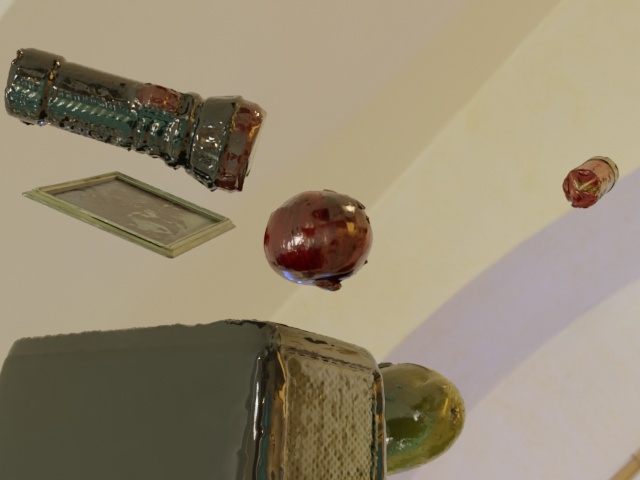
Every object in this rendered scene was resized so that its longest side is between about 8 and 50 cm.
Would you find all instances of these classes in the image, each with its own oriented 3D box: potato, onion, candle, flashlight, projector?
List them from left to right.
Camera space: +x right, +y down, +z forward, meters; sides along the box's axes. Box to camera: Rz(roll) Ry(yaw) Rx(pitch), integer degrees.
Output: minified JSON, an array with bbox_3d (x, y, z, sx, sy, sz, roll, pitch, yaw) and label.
[{"bbox_3d":[-0.170,-0.116,0.879,0.232,0.093,0.093,18,-56,-3],"label":"flashlight"},{"bbox_3d":[-0.145,0.298,0.990,0.395,0.405,0.242,-8,-18,34],"label":"projector"},{"bbox_3d":[0.000,0.000,1.129,0.131,0.131,0.131,-24,-40,-21],"label":"onion"},{"bbox_3d":[0.095,0.257,1.405,0.248,0.169,0.143,-14,-33,37],"label":"potato"},{"bbox_3d":[0.337,-0.072,1.209,0.130,0.052,0.052,-28,-30,-59],"label":"candle"}]

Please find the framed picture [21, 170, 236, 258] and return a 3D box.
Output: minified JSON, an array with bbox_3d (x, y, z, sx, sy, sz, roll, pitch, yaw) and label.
[{"bbox_3d":[-0.267,-0.049,1.421,0.296,0.232,0.019,-41,-28,-75],"label":"framed picture"}]
